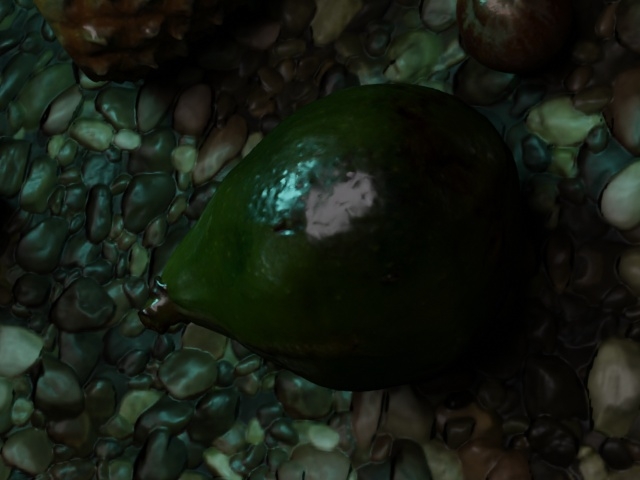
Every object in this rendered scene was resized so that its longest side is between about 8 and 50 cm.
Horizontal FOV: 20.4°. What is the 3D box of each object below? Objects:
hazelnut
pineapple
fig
[{"bbox_3d":[0.122,-0.148,1.143,0.086,0.086,0.086,-9,70,27],"label":"hazelnut"},{"bbox_3d":[-0.047,-0.246,1.239,0.340,0.169,0.169,-29,62,10],"label":"pineapple"},{"bbox_3d":[0.000,0.000,1.091,0.245,0.195,0.195,-6,71,17],"label":"fig"}]
